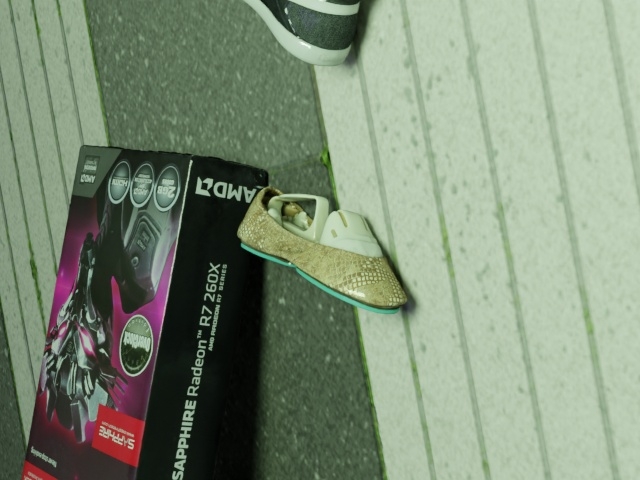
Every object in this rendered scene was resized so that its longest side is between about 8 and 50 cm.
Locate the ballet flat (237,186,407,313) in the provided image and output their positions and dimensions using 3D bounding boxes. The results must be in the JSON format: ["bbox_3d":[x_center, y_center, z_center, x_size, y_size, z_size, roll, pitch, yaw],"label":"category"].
[{"bbox_3d":[0.000,0.000,1.094,0.206,0.073,0.067,24,102,46],"label":"ballet flat"}]

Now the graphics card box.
[{"bbox_3d":[-0.176,0.098,1.262,0.232,0.094,0.371,11,89,54],"label":"graphics card box"}]

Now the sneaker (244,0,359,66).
[{"bbox_3d":[-0.031,-0.251,1.077,0.217,0.079,0.121,45,129,28],"label":"sneaker"}]
